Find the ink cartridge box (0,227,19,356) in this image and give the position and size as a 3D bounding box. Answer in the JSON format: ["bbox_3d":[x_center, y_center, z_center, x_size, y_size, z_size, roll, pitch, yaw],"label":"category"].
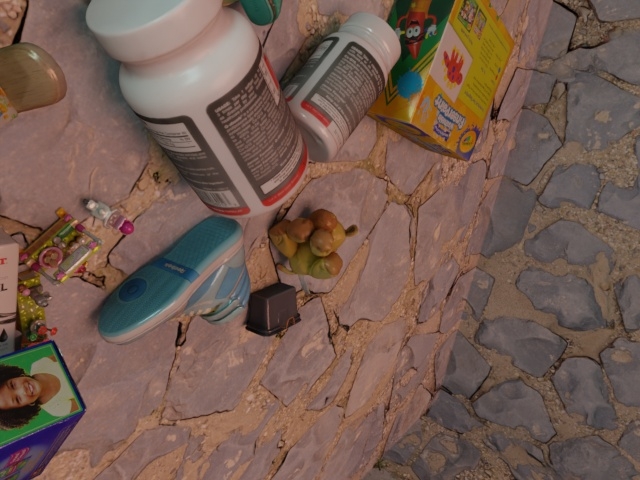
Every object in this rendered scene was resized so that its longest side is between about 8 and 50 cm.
[{"bbox_3d":[-0.478,0.087,0.659,0.148,0.086,0.203,-13,123,-52],"label":"ink cartridge box"}]

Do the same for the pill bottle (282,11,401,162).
[{"bbox_3d":[0.035,-0.313,1.060,0.283,0.161,0.161,-54,147,-16],"label":"pill bottle"}]

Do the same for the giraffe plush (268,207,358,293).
[{"bbox_3d":[0.000,0.000,1.239,0.170,0.181,0.210,-50,154,-36],"label":"giraffe plush"}]

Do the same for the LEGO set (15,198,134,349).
[{"bbox_3d":[-0.383,0.073,0.768,0.287,0.107,0.132,-63,148,-4],"label":"LEGO set"}]

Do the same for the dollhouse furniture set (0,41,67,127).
[{"bbox_3d":[-0.384,-0.183,0.342,0.362,0.257,0.394,-65,143,-46],"label":"dollhouse furniture set"}]

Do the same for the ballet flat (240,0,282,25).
[{"bbox_3d":[-0.120,-0.446,0.777,0.247,0.083,0.087,60,37,-53],"label":"ballet flat"}]

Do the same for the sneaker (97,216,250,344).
[{"bbox_3d":[-0.246,0.122,0.987,0.319,0.127,0.208,-42,141,-30],"label":"sneaker"}]

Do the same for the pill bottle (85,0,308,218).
[{"bbox_3d":[-0.165,-0.214,0.790,0.210,0.210,0.363,-52,146,-19],"label":"pill bottle"}]

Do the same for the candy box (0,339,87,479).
[{"bbox_3d":[-0.495,0.278,0.637,0.317,0.122,0.268,-18,157,-51],"label":"candy box"}]

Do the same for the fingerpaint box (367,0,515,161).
[{"bbox_3d":[0.324,-0.445,1.388,0.445,0.163,0.371,7,105,-56],"label":"fingerpaint box"}]

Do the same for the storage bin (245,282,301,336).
[{"bbox_3d":[-0.108,0.162,1.254,0.135,0.098,0.091,-20,117,-49],"label":"storage bin"}]

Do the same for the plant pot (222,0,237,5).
[{"bbox_3d":[-0.164,-0.479,0.778,0.236,0.032,0.236,-33,136,-40],"label":"plant pot"}]
